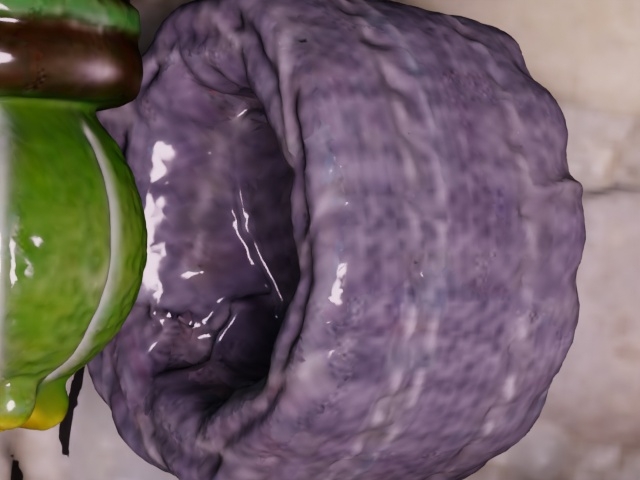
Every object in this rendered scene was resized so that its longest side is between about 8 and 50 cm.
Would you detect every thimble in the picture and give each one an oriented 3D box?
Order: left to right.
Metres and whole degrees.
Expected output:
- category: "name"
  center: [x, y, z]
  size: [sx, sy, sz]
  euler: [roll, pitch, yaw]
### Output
- category: "thimble"
  center: [0.000, 0.003, 0.576]
  size: [0.098, 0.150, 0.150]
  euler: [1, 87, -35]

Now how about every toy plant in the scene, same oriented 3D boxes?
- category: "toy plant"
  center: [-0.095, -0.027, 0.544]
  size: [0.093, 0.093, 0.162]
  euler: [-2, 91, 0]
